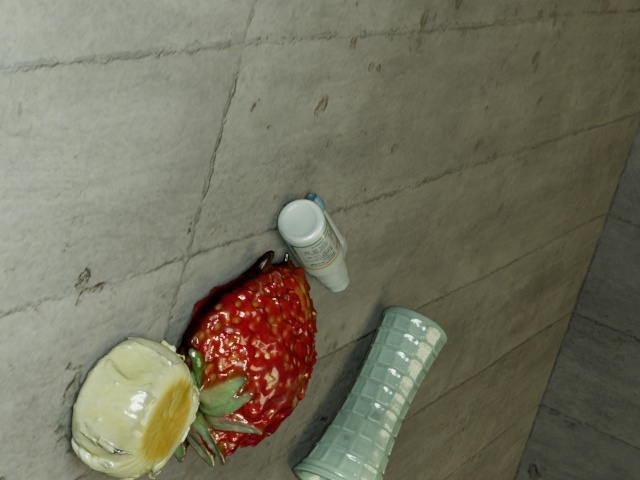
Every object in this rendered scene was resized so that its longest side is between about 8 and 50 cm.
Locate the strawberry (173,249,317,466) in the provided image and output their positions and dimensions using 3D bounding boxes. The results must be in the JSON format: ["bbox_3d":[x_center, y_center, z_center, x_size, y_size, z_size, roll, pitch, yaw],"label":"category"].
[{"bbox_3d":[-0.060,0.131,1.896,0.306,0.138,0.233,-43,147,-43],"label":"strawberry"}]

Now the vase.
[{"bbox_3d":[0.087,0.253,2.368,0.298,0.143,0.143,-62,158,-19],"label":"vase"}]

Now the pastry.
[{"bbox_3d":[-0.200,0.184,1.679,0.166,0.088,0.165,-49,154,-35],"label":"pastry"}]

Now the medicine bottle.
[{"bbox_3d":[0.000,0.000,2.011,0.220,0.061,0.092,60,37,-65],"label":"medicine bottle"}]
